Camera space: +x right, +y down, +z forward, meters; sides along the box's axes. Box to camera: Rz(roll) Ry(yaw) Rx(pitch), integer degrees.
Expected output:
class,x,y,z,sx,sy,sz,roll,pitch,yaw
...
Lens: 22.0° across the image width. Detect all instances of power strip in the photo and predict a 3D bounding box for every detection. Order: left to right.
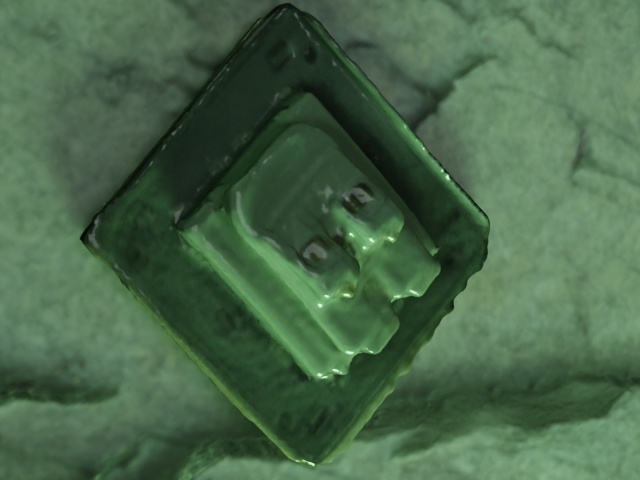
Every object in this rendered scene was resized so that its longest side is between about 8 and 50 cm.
class,x,y,z,sx,sy,sz,roll,pitch,yaw
power strip,0.000,0.000,0.916,0.213,0.064,0.198,46,66,-22
